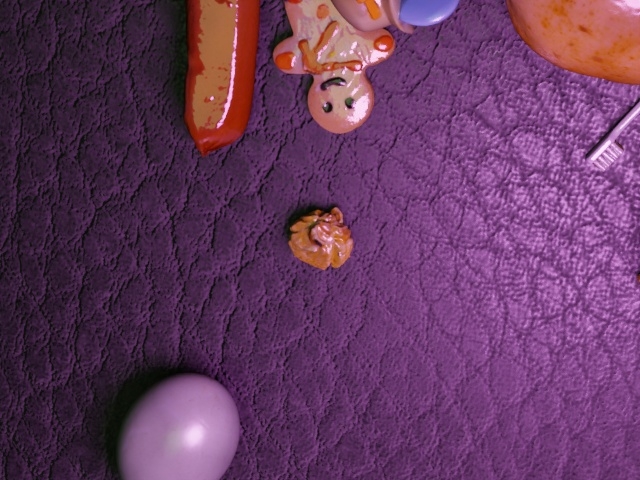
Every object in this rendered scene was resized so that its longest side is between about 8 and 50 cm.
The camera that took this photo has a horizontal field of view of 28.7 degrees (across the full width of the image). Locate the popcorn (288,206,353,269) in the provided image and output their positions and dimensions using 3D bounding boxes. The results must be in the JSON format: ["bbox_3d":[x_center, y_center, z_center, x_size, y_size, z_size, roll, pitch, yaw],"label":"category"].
[{"bbox_3d":[0.000,0.000,1.572,0.084,0.084,0.084,2,102,9],"label":"popcorn"}]

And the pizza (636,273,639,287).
[{"bbox_3d":[0.471,0.062,1.531,0.160,0.036,0.099,-7,92,11],"label":"pizza"}]

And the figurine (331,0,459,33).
[{"bbox_3d":[0.114,-0.353,1.446,0.180,0.154,0.262,36,80,4],"label":"figurine"}]

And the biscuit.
[{"bbox_3d":[0.014,-0.248,1.543,0.153,0.030,0.234,-4,101,12],"label":"biscuit"}]

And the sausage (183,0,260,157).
[{"bbox_3d":[-0.118,-0.274,1.522,0.094,0.097,0.348,5,103,15],"label":"sausage"}]

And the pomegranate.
[{"bbox_3d":[0.336,-0.306,1.362,0.307,0.307,0.307,2,102,9],"label":"pomegranate"}]

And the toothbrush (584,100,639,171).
[{"bbox_3d":[0.441,-0.213,1.483,0.030,0.025,0.342,39,105,-8],"label":"toothbrush"}]

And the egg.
[{"bbox_3d":[-0.186,0.259,1.620,0.149,0.149,0.192,33,113,1],"label":"egg"}]
